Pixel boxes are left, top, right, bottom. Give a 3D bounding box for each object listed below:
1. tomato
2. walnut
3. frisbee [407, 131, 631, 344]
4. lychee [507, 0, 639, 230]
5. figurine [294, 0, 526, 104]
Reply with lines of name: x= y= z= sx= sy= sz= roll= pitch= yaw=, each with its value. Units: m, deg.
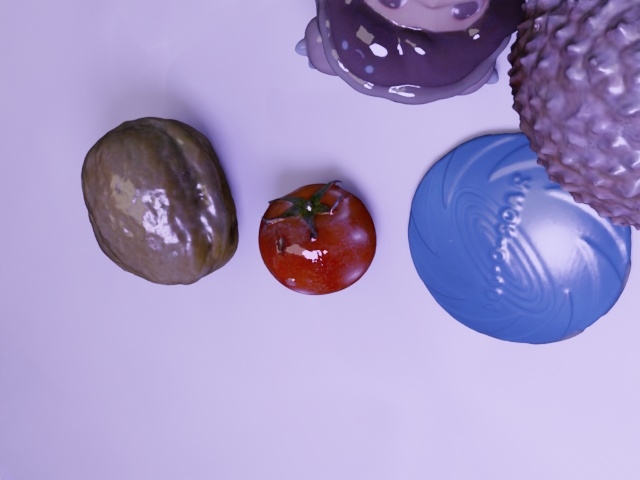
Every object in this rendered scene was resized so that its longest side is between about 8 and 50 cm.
tomato: x=0.000 y=0.000 z=0.882 sx=0.167 sy=0.167 sz=0.167 roll=12 pitch=113 yaw=30
walnut: x=-0.260 y=-0.059 z=0.981 sx=0.282 sy=0.227 sz=0.283 roll=7 pitch=110 yaw=19
frisbee: x=0.239 y=0.007 z=0.781 sx=0.289 sy=0.049 sz=0.290 roll=12 pitch=113 yaw=30
lychee: x=0.318 y=-0.150 z=0.524 sx=0.299 sy=0.300 sz=0.300 roll=12 pitch=113 yaw=30
figurine: x=0.109 y=-0.287 z=0.605 sx=0.248 sy=0.203 sz=0.381 roll=4 pitch=155 yaw=-5
